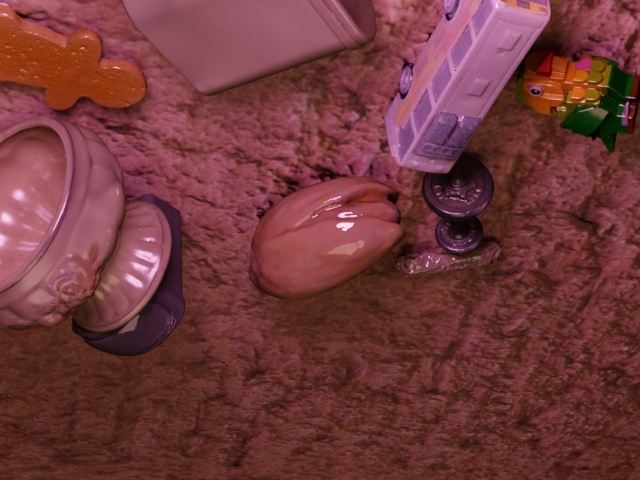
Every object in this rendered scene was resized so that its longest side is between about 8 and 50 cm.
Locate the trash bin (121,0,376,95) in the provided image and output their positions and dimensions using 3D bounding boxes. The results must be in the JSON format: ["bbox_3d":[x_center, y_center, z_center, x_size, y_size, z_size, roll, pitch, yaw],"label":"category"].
[{"bbox_3d":[-0.088,-0.301,1.535,0.247,0.121,0.243,-17,142,25],"label":"trash bin"}]

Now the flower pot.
[{"bbox_3d":[-0.367,-0.002,1.768,0.307,0.307,0.244,-26,143,28],"label":"flower pot"}]

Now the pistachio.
[{"bbox_3d":[0.000,0.000,1.929,0.293,0.162,0.181,-31,154,28],"label":"pistachio"}]

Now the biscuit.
[{"bbox_3d":[-0.351,-0.240,1.663,0.240,0.035,0.158,16,143,-25],"label":"biscuit"}]

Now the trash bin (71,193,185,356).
[{"bbox_3d":[-0.299,0.063,1.923,0.176,0.236,0.101,-29,138,30],"label":"trash bin"}]

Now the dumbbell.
[{"bbox_3d":[0.218,-0.040,1.948,0.110,0.110,0.254,-6,151,3],"label":"dumbbell"}]

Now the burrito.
[{"bbox_3d":[0.222,0.030,2.090,0.188,0.045,0.058,-6,170,-1],"label":"burrito"}]

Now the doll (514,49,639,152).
[{"bbox_3d":[0.362,-0.203,1.719,0.186,0.106,0.134,22,154,-7],"label":"doll"}]

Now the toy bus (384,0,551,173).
[{"bbox_3d":[0.191,-0.229,1.638,0.097,0.138,0.342,7,142,-19],"label":"toy bus"}]
